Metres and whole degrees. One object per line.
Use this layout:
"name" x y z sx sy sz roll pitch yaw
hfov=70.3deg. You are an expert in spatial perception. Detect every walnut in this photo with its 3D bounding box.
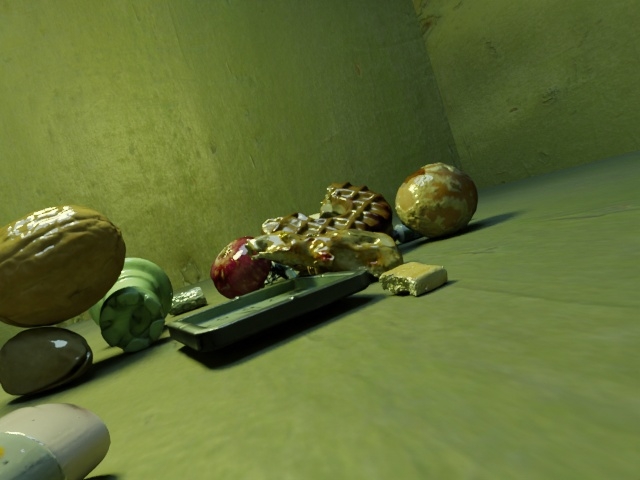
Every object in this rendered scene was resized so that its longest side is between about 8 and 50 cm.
"walnut" -0.492 0.046 0.850 0.261 0.225 0.225 -37 12 -30

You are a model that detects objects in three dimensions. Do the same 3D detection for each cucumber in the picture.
"cucumber" -0.390 0.179 1.323 0.112 0.064 0.064 -21 3 -13

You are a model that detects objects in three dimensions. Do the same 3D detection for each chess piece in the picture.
"chess piece" -0.419 0.147 1.009 0.194 0.195 0.299 -19 12 -20

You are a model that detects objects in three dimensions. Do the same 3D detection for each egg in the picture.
"egg" 0.301 -0.103 1.168 0.233 0.195 0.195 -21 4 -27

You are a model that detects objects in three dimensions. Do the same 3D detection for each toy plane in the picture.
"toy plane" -0.107 0.071 1.272 0.169 0.078 0.246 -58 16 6

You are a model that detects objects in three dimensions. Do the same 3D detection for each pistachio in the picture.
"pistachio" -0.471 0.205 0.781 0.185 0.108 0.126 -13 36 20

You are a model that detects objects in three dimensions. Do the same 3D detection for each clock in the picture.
"clock" -0.091 0.112 0.734 0.273 0.049 0.279 -18 2 -27

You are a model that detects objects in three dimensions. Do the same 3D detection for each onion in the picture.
"onion" -0.205 0.074 1.205 0.177 0.153 0.177 -55 3 4

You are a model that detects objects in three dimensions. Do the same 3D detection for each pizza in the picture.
"pizza" 0.008 0.012 0.878 0.296 0.071 0.189 2 17 6

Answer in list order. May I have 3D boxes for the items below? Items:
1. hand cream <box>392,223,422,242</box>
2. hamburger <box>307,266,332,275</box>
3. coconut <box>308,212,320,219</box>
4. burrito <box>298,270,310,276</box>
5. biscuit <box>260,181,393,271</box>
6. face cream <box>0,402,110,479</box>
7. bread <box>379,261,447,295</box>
"hand cream" 0.318 -0.045 1.339 0.256 0.055 0.088 -16 -6 -19
"hamburger" 0.013 0.056 0.971 0.044 0.076 0.083 -13 18 45
"coconut" 0.000 0.000 1.375 0.183 0.171 0.171 -15 4 40
"burrito" 0.001 0.070 1.124 0.149 0.041 0.055 -23 -10 -34
"biscuit" 0.043 -0.035 1.143 0.268 0.115 0.366 15 36 27
"face cream" -0.233 0.170 0.233 0.107 0.073 0.269 -9 3 9
"bread" 0.134 0.054 0.648 0.070 0.035 0.083 -20 10 -30
